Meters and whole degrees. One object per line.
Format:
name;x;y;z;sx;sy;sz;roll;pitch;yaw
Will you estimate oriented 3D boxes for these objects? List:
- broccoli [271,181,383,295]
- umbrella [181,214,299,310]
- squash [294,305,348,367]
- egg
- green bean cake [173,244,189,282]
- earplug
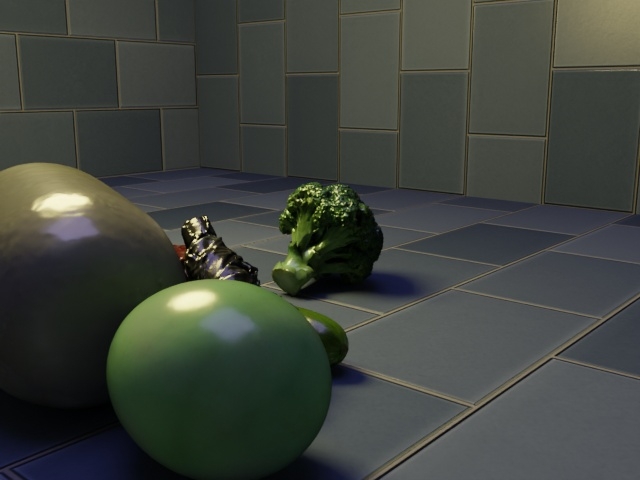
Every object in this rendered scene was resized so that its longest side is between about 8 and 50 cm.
broccoli;0.000;0.000;1.546;0.270;0.270;0.270;12;47;44
umbrella;-0.145;0.101;1.083;0.154;0.128;0.336;-44;50;-6
squash;-0.113;0.136;1.176;0.378;0.101;0.101;9;15;32
egg;-0.116;0.154;0.799;0.269;0.221;0.220;4;12;33
green bean cake;-0.335;0.070;1.489;0.198;0.097;0.232;7;13;29
earplug;-0.357;0.066;1.015;0.312;0.313;0.394;-7;16;-31
